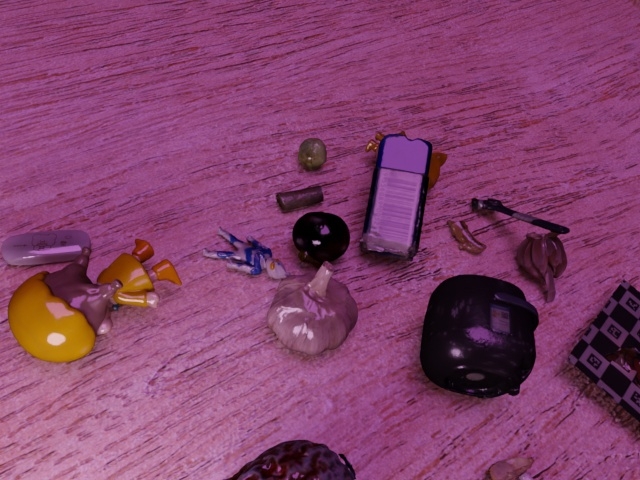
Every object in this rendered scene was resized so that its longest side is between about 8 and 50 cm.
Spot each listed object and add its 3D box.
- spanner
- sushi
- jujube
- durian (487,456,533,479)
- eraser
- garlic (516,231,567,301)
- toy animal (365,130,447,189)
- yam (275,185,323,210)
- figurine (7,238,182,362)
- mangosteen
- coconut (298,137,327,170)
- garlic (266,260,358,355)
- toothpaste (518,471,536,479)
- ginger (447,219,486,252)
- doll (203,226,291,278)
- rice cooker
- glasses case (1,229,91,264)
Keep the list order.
[{"bbox_3d":[0.557,-0.073,1.635,0.087,0.024,0.316,-12,25,-32],"label":"spanner"},{"bbox_3d":[0.815,0.321,1.466,0.343,0.064,0.359,43,55,15],"label":"sushi"},{"bbox_3d":[-0.085,0.495,1.043,0.317,0.226,0.226,-28,64,-26],"label":"jujube"},{"bbox_3d":[0.399,0.490,1.247,0.130,0.066,0.052,-16,59,-34],"label":"durian"},{"bbox_3d":[0.202,-0.114,1.564,0.155,0.101,0.332,10,74,3],"label":"eraser"},{"bbox_3d":[0.617,0.068,1.593,0.131,0.127,0.194,-13,83,0],"label":"garlic"},{"bbox_3d":[0.245,-0.240,1.714,0.229,0.156,0.156,31,53,15],"label":"toy animal"},{"bbox_3d":[-0.054,-0.116,1.609,0.132,0.054,0.054,-14,58,-22],"label":"yam"},{"bbox_3d":[-0.490,0.119,1.264,0.215,0.187,0.343,23,44,36],"label":"figurine"},{"bbox_3d":[0.000,0.000,1.488,0.152,0.152,0.152,6,53,-8],"label":"mangosteen"},{"bbox_3d":[-0.023,-0.249,1.698,0.087,0.096,0.088,3,14,-1],"label":"coconut"},{"bbox_3d":[-0.013,0.137,1.331,0.218,0.212,0.219,7,46,-8],"label":"garlic"},{"bbox_3d":[0.492,0.572,1.228,0.048,0.031,0.190,-35,68,-13],"label":"toothpaste"},{"bbox_3d":[0.404,-0.016,1.642,0.057,0.044,0.137,-9,56,-40],"label":"ginger"},{"bbox_3d":[-0.171,0.038,1.468,0.227,0.057,0.114,24,48,8],"label":"doll"},{"bbox_3d":[0.357,0.224,1.324,0.267,0.267,0.224,12,53,-3],"label":"rice cooker"},{"bbox_3d":[-0.646,0.016,1.382,0.193,0.049,0.074,-5,55,-17],"label":"glasses case"}]
